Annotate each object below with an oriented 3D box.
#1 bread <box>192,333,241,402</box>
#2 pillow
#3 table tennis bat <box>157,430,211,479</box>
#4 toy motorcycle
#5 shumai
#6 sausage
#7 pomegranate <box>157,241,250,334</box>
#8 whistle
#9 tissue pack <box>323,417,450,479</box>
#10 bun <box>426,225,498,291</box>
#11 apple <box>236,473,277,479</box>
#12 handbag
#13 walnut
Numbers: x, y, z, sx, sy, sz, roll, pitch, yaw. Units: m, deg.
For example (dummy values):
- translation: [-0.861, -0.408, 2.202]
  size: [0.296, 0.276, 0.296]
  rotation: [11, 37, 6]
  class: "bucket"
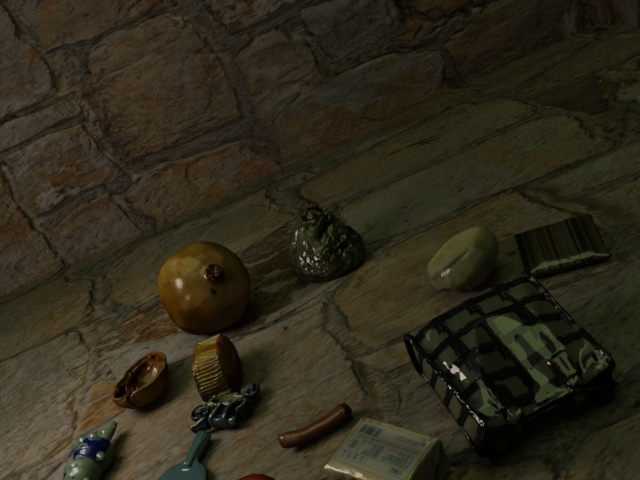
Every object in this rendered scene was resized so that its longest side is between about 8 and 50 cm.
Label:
- translation: [-0.277, 0.339, 1.759]
  size: [0.114, 0.132, 0.190]
  rotation: [-21, 27, 1]
  class: "bread"
- translation: [0.627, 0.014, 1.707]
  size: [0.212, 0.052, 0.208]
  rotation: [-18, 27, 18]
  class: "pillow"
- translation: [-0.313, 0.540, 1.503]
  size: [0.149, 0.038, 0.237]
  rotation: [-13, 31, 26]
  class: "table tennis bat"
- translation: [-0.236, 0.427, 1.632]
  size: [0.193, 0.061, 0.124]
  rotation: [-23, 27, -3]
  class: "toy motorcycle"
- translation: [0.001, 0.002, 2.104]
  size: [0.255, 0.218, 0.189]
  rotation: [-24, 15, -2]
  class: "shumai"
- translation: [-0.009, 0.418, 1.461]
  size: [0.176, 0.047, 0.040]
  rotation: [-26, 8, -7]
  class: "sausage"
- translation: [-0.365, 0.154, 2.037]
  size: [0.307, 0.308, 0.307]
  rotation: [-19, 25, 9]
  class: "pomegranate"
- translation: [-0.582, 0.550, 1.649]
  size: [0.110, 0.092, 0.244]
  rotation: [-25, 23, 24]
  class: "whistle"
- translation: [0.128, 0.436, 1.251]
  size: [0.196, 0.092, 0.148]
  rotation: [1, 34, 45]
  class: "tissue pack"
- translation: [0.392, 0.064, 1.745]
  size: [0.222, 0.127, 0.222]
  rotation: [-43, 10, 9]
  class: "bun"
- translation: [-0.122, 0.523, 1.224]
  size: [0.163, 0.164, 0.139]
  rotation: [-10, 11, 28]
  class: "apple"
- translation: [0.382, 0.246, 1.333]
  size: [0.325, 0.163, 0.327]
  rotation: [-28, 30, -4]
  class: "handbag"
- translation: [-0.496, 0.411, 1.859]
  size: [0.167, 0.087, 0.211]
  rotation: [-22, 22, 20]
  class: "walnut"
